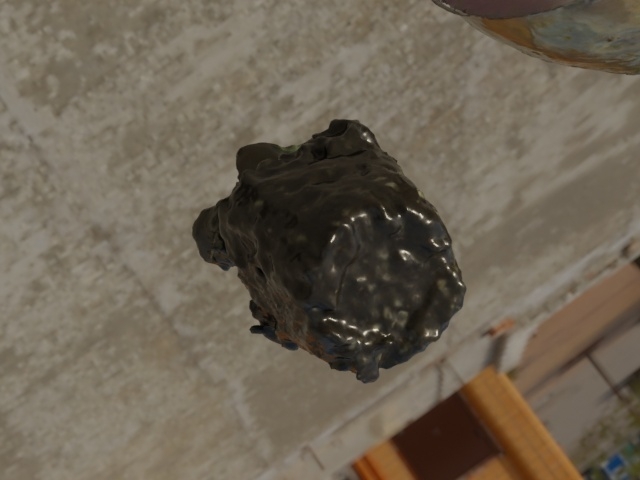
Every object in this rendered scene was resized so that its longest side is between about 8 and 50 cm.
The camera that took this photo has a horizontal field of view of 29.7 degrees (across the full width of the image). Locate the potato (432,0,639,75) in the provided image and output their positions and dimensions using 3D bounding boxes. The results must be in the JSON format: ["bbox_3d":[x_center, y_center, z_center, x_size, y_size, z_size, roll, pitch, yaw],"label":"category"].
[{"bbox_3d":[0.226,-0.204,0.858,0.266,0.229,0.229,22,123,-43],"label":"potato"}]

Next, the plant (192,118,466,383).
[{"bbox_3d":[0.000,0.000,0.792,0.142,0.203,0.131,-28,123,-8],"label":"plant"}]
